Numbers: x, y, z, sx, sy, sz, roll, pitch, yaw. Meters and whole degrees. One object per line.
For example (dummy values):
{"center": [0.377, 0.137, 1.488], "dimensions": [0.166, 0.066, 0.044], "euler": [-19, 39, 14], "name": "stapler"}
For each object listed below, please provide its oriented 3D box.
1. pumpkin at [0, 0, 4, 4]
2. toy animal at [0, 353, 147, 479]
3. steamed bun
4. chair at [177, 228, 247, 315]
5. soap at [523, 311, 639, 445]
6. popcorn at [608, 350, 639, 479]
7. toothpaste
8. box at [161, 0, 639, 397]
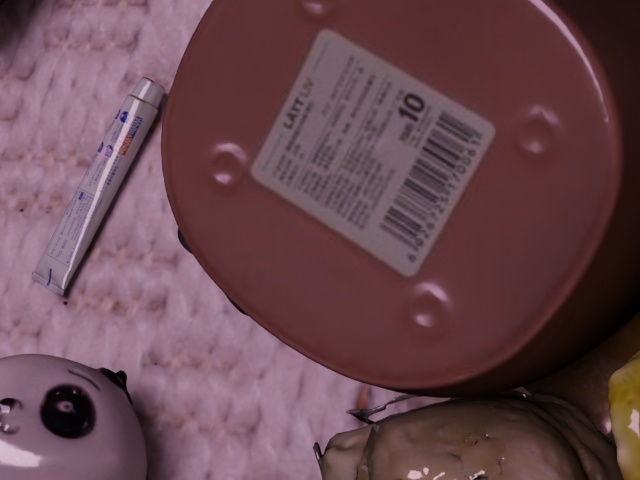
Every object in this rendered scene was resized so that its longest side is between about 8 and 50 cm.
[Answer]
{"center": [-0.420, -0.363, 1.172], "dimensions": [0.303, 0.256, 0.225], "euler": [43, 89, 10], "name": "pumpkin"}
{"center": [-0.233, 0.205, 0.895], "dimensions": [0.187, 0.165, 0.235], "euler": [6, 73, 7], "name": "toy animal"}
{"center": [0.116, 0.228, 0.668], "dimensions": [0.207, 0.268, 0.280], "euler": [-9, 90, 1], "name": "steamed bun"}
{"center": [0.000, -0.001, 0.902], "dimensions": [0.222, 0.104, 0.095], "euler": [-16, 81, 19], "name": "chair"}
{"center": [0.231, 0.000, 0.778], "dimensions": [0.274, 0.089, 0.173], "euler": [-50, 57, 3], "name": "soap"}
{"center": [0.308, 0.094, 0.577], "dimensions": [0.312, 0.312, 0.312], "euler": [-10, 66, 24], "name": "popcorn"}
{"center": [-0.207, -0.053, 1.066], "dimensions": [0.052, 0.033, 0.218], "euler": [26, 87, 37], "name": "toothpaste"}
{"center": [0.068, -0.049, 0.650], "dimensions": [0.301, 0.216, 0.300], "euler": [3, 97, 21], "name": "box"}
